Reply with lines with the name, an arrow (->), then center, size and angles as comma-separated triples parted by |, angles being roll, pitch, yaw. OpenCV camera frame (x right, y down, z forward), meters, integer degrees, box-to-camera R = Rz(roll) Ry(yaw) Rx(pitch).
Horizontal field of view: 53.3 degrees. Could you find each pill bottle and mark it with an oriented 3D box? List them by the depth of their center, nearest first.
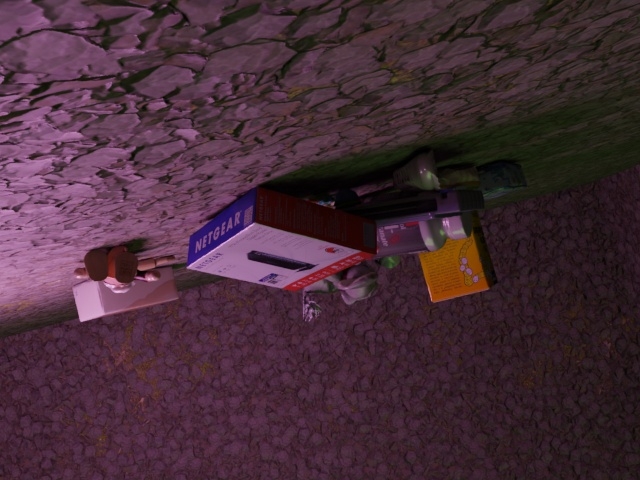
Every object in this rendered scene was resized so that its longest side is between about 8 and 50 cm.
pill bottle -> 0.242, -0.050, 1.741 | 0.318, 0.176, 0.176 | -9, 178, 26

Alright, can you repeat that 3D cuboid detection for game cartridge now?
game cartridge -> 0.188, -0.066, 1.504 | 0.355, 0.068, 0.230 | -8, 176, 28

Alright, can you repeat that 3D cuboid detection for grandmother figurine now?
grandmother figurine -> -0.518, 0.079, 1.638 | 0.207, 0.104, 0.342 | 15, 170, -15

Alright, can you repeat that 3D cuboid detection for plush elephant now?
plush elephant -> 0.069, 0.089, 2.036 | 0.255, 0.330, 0.272 | 0, 167, -4

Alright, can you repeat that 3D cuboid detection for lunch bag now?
lunch bag -> 0.500, -0.170, 1.900 | 0.176, 0.090, 0.219 | -20, 173, 37

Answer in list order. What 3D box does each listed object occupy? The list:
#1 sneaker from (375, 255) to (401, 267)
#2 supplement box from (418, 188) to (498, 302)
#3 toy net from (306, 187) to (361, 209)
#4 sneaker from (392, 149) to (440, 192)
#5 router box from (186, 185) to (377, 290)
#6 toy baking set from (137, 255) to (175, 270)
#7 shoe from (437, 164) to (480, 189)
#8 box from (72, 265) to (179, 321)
sneaker -> 0.232, -0.011, 2.133 | 0.094, 0.151, 0.256 | 3, -150, 14
supplement box -> 0.434, 0.003, 2.111 | 0.195, 0.357, 0.194 | -17, 176, 23
toy net -> 0.014, -0.085, 1.633 | 0.122, 0.045, 0.232 | -14, 176, -19
sneaker -> 0.209, -0.141, 1.403 | 0.094, 0.090, 0.235 | -6, 175, 5
router box -> -0.093, 0.011, 1.423 | 0.301, 0.082, 0.335 | 14, 155, -31
toy baking set -> -0.574, 0.091, 1.942 | 0.256, 0.030, 0.196 | -13, 175, -26
shoe -> 0.338, -0.168, 1.679 | 0.219, 0.058, 0.076 | -7, -166, -37
box -> -0.646, 0.174, 2.132 | 0.148, 0.121, 0.311 | -18, 175, 37
